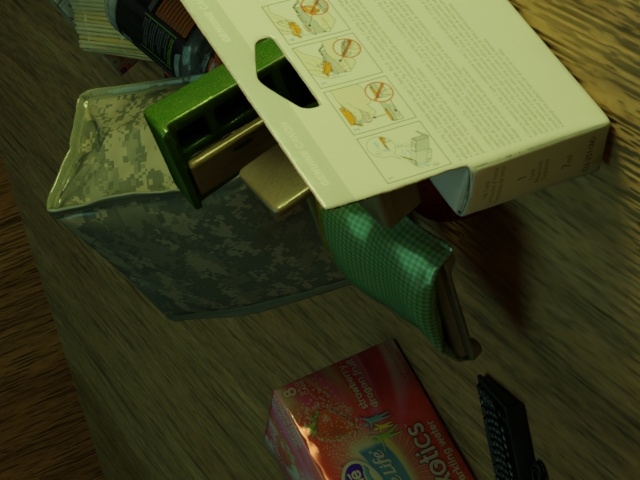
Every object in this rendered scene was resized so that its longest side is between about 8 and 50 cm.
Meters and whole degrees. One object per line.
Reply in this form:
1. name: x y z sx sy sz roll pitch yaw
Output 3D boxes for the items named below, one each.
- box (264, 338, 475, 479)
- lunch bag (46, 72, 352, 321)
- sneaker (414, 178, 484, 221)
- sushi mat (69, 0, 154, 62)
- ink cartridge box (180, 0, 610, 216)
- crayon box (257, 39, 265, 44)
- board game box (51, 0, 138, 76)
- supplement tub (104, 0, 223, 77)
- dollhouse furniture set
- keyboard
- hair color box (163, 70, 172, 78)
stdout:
1. box: 0.073 0.280 2.000 0.300 0.154 0.142 61 162 24
2. lunch bag: -0.080 -0.047 1.843 0.235 0.287 0.169 46 -133 -46
3. sneaker: 0.099 -0.121 1.591 0.221 0.087 0.128 73 -168 -53
4. sushi mat: -0.204 -0.275 2.210 0.317 0.019 0.151 14 126 47
5. ink cartridge box: 0.045 -0.127 1.413 0.275 0.239 0.060 56 154 35
6. crayon box: -0.005 -0.209 1.741 0.278 0.081 0.165 44 152 53
7. board game box: -0.326 -0.315 2.501 0.193 0.045 0.147 48 178 8
8. supplement tub: -0.135 -0.231 2.022 0.190 0.117 0.117 41 151 31
9. dollhouse furniture set: 0.000 0.000 1.609 0.197 0.151 0.301 46 165 40
10. keyboard: 0.188 0.224 1.802 0.108 0.023 0.180 40 149 57
11. hair color box: -0.152 -0.156 2.328 0.072 0.043 0.141 43 151 53
